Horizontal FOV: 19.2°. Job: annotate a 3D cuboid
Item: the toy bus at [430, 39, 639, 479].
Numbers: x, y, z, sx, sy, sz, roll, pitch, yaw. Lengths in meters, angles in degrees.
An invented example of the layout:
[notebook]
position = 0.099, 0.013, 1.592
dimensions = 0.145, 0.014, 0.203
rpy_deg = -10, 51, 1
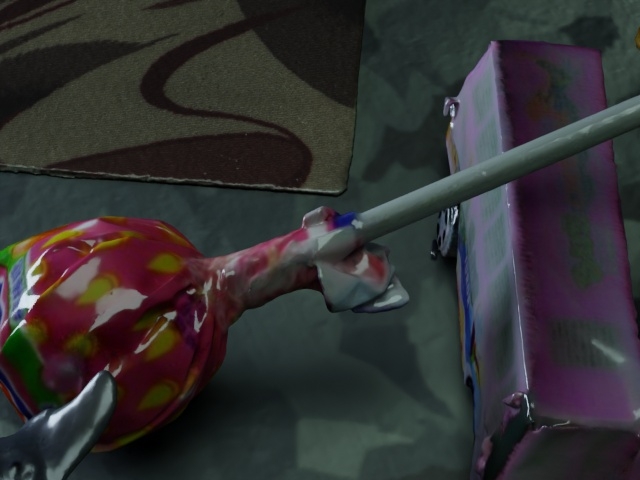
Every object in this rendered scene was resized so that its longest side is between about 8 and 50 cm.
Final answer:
[toy bus]
position = 0.117, 0.023, 1.011
dimensions = 0.090, 0.112, 0.274
rpy_deg = 4, 53, -8

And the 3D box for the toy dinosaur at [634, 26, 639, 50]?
[toy dinosaur]
position = 0.396, -0.167, 1.163
dimensions = 0.432, 0.097, 0.208
rpy_deg = -27, 45, -25

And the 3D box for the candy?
[candy]
position = 0.000, 0.000, 0.963
dimensions = 0.365, 0.124, 0.124
rpy_deg = -23, 55, 7

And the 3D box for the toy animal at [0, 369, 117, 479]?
[toy animal]
position = -0.266, 0.163, 0.788
dimensions = 0.367, 0.081, 0.206
rpy_deg = -3, 66, 2

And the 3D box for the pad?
[pad]
position = -0.138, -0.126, 1.176
dimensions = 0.330, 0.004, 0.220
rpy_deg = 4, 54, 2
